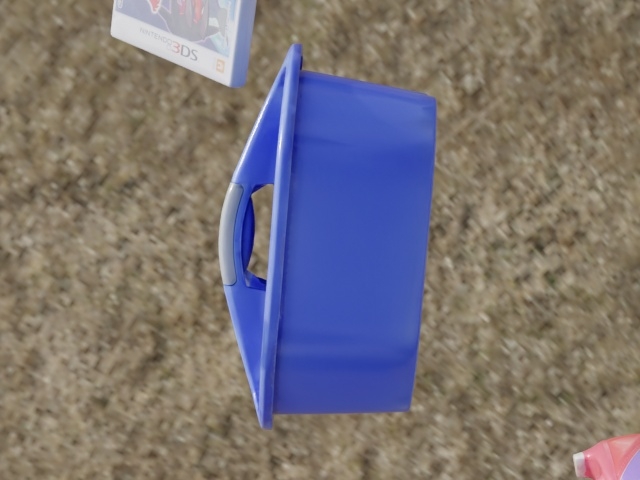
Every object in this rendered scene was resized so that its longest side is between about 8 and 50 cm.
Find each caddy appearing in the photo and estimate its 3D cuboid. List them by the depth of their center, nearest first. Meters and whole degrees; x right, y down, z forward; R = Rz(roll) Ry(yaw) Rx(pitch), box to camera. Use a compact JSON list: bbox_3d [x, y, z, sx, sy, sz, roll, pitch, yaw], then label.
[{"bbox_3d":[0.000,0.000,1.488,0.179,0.241,0.341,5,96,-1],"label":"caddy"}]

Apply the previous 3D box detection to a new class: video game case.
[{"bbox_3d":[-0.123,-0.262,1.560,0.183,0.023,0.201,26,116,40],"label":"video game case"}]

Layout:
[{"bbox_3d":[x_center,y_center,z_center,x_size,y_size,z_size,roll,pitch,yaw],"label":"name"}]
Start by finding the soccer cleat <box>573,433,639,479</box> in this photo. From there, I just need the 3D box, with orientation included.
[{"bbox_3d":[0.198,0.176,0.886,0.095,0.083,0.248,-12,23,1],"label":"soccer cleat"}]
